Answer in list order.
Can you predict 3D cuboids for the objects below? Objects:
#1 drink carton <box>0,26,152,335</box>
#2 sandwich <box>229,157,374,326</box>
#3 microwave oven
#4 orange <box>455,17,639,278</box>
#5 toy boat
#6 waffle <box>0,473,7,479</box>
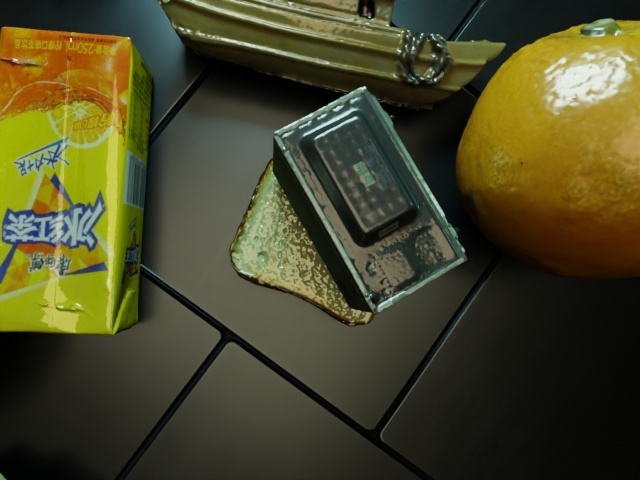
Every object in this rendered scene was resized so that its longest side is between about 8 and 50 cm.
[{"bbox_3d":[-0.307,-0.065,0.561,0.155,0.111,0.351,3,88,-5],"label":"drink carton"},{"bbox_3d":[0.000,0.000,0.612,0.215,0.065,0.186,22,85,-5],"label":"sandwich"},{"bbox_3d":[0.048,-0.038,0.506,0.129,0.163,0.205,-30,89,-10],"label":"microwave oven"},{"bbox_3d":[0.318,-0.100,0.532,0.312,0.312,0.312,0,87,-6],"label":"orange"},{"bbox_3d":[0.015,-0.285,0.593,0.446,0.136,0.162,11,111,-7],"label":"toy boat"},{"bbox_3d":[-0.409,0.413,0.515,0.317,0.073,0.297,25,84,13],"label":"waffle"}]
